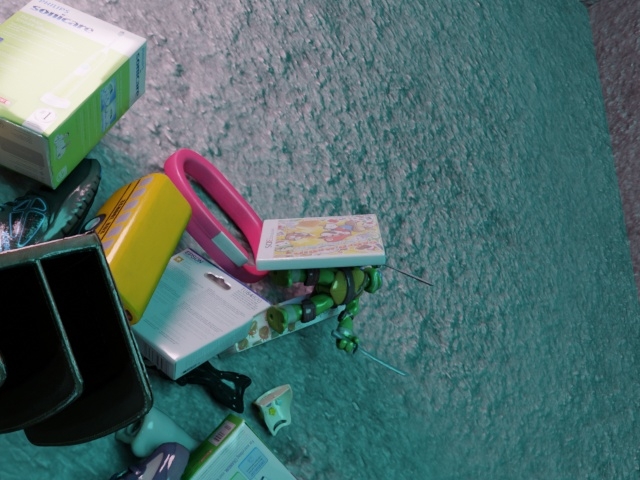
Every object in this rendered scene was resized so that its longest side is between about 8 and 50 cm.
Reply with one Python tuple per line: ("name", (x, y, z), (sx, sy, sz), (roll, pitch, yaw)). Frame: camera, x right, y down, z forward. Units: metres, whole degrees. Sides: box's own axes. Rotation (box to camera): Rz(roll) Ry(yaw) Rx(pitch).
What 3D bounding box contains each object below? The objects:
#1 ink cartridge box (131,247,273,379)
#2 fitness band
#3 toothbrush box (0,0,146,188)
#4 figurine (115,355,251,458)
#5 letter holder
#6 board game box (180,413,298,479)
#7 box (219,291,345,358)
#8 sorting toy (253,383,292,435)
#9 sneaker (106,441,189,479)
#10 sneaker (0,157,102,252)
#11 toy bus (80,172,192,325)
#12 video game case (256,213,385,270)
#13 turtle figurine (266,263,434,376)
("ink cartridge box", (-0.234, 0.115, 1.228), (0.223, 0.045, 0.224), (31, 38, 29))
("fitness band", (-0.190, -0.045, 1.375), (0.291, 0.054, 0.209), (50, 17, -17))
("toothbrush box", (-0.440, -0.247, 1.172), (0.206, 0.122, 0.283), (23, 51, 4))
("figurine", (-0.217, 0.291, 1.238), (0.209, 0.092, 0.215), (35, 52, -33))
("letter holder", (-0.348, 0.148, 0.809), (0.152, 0.301, 0.215), (-18, 85, -49))
("board game box", (-0.121, 0.481, 1.183), (0.242, 0.064, 0.317), (-45, 109, -22))
("box", (-0.071, 0.155, 1.446), (0.324, 0.067, 0.063), (-15, 82, -45))
("sorting toy", (-0.086, 0.326, 1.376), (0.083, 0.044, 0.075), (-27, 99, -47))
("sneaker", (-0.327, 0.389, 1.033), (0.131, 0.112, 0.319), (49, 59, -9))
("sneaker", (-0.452, -0.029, 1.125), (0.139, 0.125, 0.341), (28, 45, -10))
("toy bus", (-0.317, 0.040, 1.125), (0.108, 0.130, 0.333), (57, 28, -30))
("video game case", (0.000, 0.000, 1.355), (0.206, 0.226, 0.026), (-91, 178, -68))
("turtle figurine", (0.050, 0.110, 1.374), (0.266, 0.198, 0.275), (-4, 50, -33))
